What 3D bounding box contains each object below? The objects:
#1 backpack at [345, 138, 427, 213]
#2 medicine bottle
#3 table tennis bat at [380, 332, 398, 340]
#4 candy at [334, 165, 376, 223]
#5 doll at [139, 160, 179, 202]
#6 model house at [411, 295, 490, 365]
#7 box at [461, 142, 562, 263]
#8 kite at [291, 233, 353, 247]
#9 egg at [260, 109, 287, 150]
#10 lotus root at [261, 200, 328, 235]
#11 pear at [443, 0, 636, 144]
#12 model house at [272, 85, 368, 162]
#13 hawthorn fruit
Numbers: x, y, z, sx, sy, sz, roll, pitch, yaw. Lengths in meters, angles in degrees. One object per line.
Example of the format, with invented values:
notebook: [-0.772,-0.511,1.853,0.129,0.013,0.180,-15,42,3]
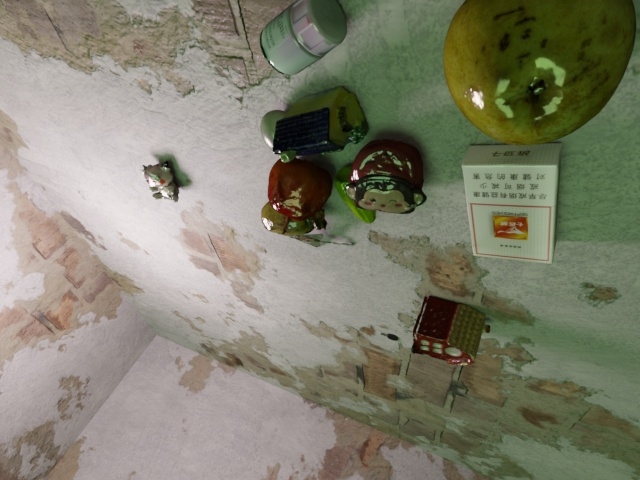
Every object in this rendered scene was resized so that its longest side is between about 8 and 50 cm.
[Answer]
backpack: [0.185,-0.179,1.158,0.230,0.138,0.229,7,133,8]
medicine bottle: [-0.039,-0.476,0.970,0.169,0.135,0.135,-11,128,45]
table tennis bat: [0.321,0.447,1.959,0.083,0.007,0.050,14,142,20]
candy: [0.120,-0.134,1.311,0.097,0.096,0.209,-2,135,38]
doll: [-0.655,-0.244,1.746,0.149,0.095,0.192,6,137,22]
model house: [0.481,0.339,1.547,0.254,0.196,0.160,9,138,27]
box: [0.497,-0.089,1.092,0.210,0.095,0.330,6,137,32]
kite: [0.000,0.002,1.579,0.250,0.012,0.229,9,168,0]
egg: [-0.111,-0.313,1.241,0.114,0.114,0.152,-10,131,43]
lotus root: [-0.087,-0.087,1.485,0.278,0.154,0.154,4,137,34]
pear: [0.369,-0.312,0.743,0.304,0.304,0.303,20,144,15]
model house: [-0.003,-0.278,1.125,0.194,0.211,0.170,0,133,35]
hawthorn fruit: [-0.079,-0.133,1.326,0.208,0.243,0.207,20,178,1]
